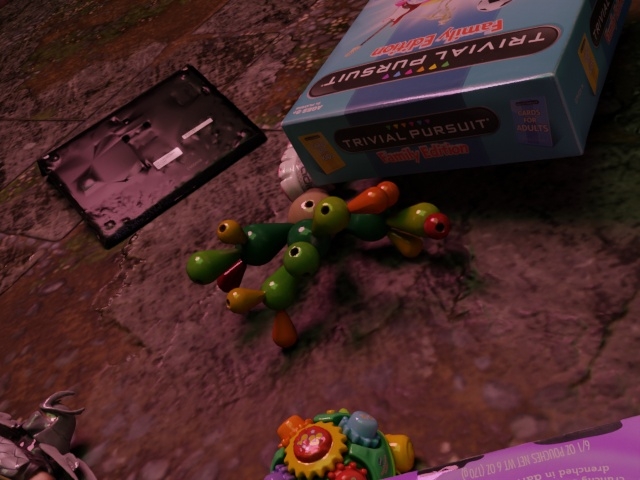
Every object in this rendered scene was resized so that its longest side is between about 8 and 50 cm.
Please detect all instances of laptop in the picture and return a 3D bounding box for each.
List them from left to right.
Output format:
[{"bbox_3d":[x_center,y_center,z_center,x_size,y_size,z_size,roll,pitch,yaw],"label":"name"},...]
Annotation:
[{"bbox_3d":[-0.230,-0.109,1.010,0.234,0.136,0.264,-38,62,-15],"label":"laptop"}]

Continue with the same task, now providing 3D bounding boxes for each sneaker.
[{"bbox_3d":[0.010,-0.108,0.816,0.075,0.063,0.170,-9,43,23],"label":"sneaker"}]

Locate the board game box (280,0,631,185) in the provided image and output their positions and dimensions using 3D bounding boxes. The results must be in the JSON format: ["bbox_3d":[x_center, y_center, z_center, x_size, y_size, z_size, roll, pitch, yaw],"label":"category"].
[{"bbox_3d":[0.147,-0.200,0.729,0.254,0.079,0.336,-4,41,37],"label":"board game box"}]

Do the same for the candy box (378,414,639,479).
[{"bbox_3d":[0.121,0.190,0.350,0.165,0.070,0.196,-17,36,11],"label":"candy box"}]

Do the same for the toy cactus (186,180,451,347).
[{"bbox_3d":[0.000,0.000,0.672,0.219,0.112,0.180,-22,16,9],"label":"toy cactus"}]

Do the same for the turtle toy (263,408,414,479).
[{"bbox_3d":[0.003,0.155,0.475,0.095,0.066,0.130,-10,38,22],"label":"turtle toy"}]

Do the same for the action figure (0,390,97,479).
[{"bbox_3d":[-0.284,0.212,0.558,0.185,0.099,0.285,2,39,47],"label":"action figure"}]

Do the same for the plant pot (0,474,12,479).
[{"bbox_3d":[-0.172,0.274,0.294,0.275,0.275,0.293,19,70,46],"label":"plant pot"}]
